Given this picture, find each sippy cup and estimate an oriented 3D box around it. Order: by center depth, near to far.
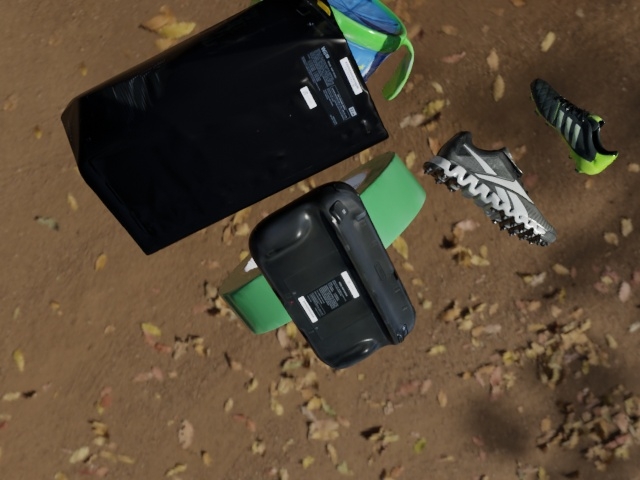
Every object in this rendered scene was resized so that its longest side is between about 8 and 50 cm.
[{"bbox_3d":[0.011,-0.365,1.462,0.305,0.240,0.224,37,120,5],"label":"sippy cup"}]

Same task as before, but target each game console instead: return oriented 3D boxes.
[{"bbox_3d":[-0.028,-0.009,0.626,0.213,0.044,0.361,-25,129,6],"label":"game console"}]

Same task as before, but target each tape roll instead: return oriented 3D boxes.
[{"bbox_3d":[0.000,0.000,1.082,0.321,0.321,0.077,-36,99,13],"label":"tape roll"}]

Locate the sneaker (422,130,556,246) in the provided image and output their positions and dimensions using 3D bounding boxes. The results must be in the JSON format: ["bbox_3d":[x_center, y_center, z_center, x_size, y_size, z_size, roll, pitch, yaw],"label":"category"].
[{"bbox_3d":[0.278,-0.086,1.158,0.234,0.078,0.106,35,83,-2],"label":"sneaker"}]

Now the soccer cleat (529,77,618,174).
[{"bbox_3d":[0.395,-0.187,1.181,0.072,0.060,0.179,-38,83,46],"label":"soccer cleat"}]
